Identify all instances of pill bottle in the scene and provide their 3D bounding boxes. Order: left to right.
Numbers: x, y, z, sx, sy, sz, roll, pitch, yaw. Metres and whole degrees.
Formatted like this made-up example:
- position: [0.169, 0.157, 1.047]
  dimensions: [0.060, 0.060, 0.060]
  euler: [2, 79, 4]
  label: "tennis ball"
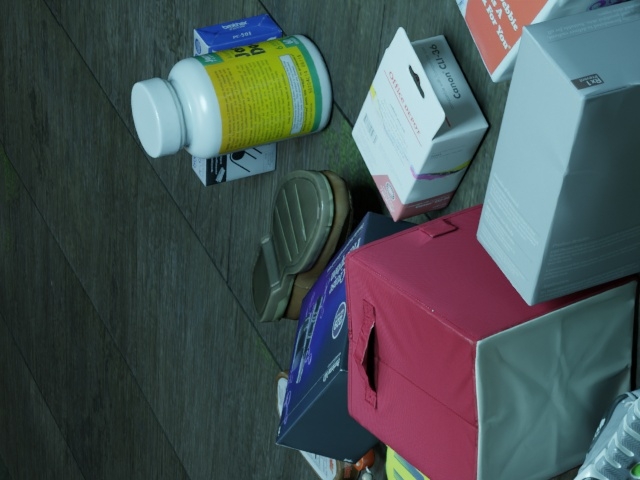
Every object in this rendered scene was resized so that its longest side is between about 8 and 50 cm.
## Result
- position: [-0.102, -0.158, 2.161]
  dimensions: [0.117, 0.208, 0.117]
  euler: [48, 146, 49]
  label: "pill bottle"

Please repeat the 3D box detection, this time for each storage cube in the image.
- position: [0.154, 0.097, 1.720]
  dimensions: [0.193, 0.215, 0.183]
  euler: [35, 135, 48]
  label: "storage cube"

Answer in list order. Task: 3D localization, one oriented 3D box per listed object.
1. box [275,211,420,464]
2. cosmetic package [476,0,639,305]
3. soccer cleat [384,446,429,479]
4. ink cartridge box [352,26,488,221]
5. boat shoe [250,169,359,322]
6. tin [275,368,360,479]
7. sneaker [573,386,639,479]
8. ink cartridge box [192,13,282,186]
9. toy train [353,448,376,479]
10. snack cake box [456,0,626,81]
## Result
- position: [0.043, 0.109, 2.028]
  dimensions: [0.261, 0.103, 0.184]
  euler: [125, 155, -62]
  label: "box"
- position: [0.219, -0.071, 1.562]
  dimensions: [0.107, 0.127, 0.238]
  euler: [55, 149, 40]
  label: "cosmetic package"
- position: [0.140, 0.309, 2.042]
  dimensions: [0.121, 0.093, 0.289]
  euler: [28, 132, 58]
  label: "soccer cleat"
- position: [0.102, -0.120, 1.888]
  dimensions: [0.115, 0.067, 0.198]
  euler: [65, 158, 22]
  label: "ink cartridge box"
- position: [0.000, 0.000, 2.167]
  dimensions: [0.307, 0.104, 0.110]
  euler: [124, 140, -64]
  label: "boat shoe"
- position: [-0.006, 0.235, 2.417]
  dimensions: [0.189, 0.040, 0.106]
  euler: [47, 149, 49]
  label: "tin"
- position: [0.287, 0.144, 1.595]
  dimensions: [0.086, 0.132, 0.228]
  euler: [40, 122, -7]
  label: "sneaker"
- position: [-0.102, -0.168, 2.305]
  dimensions: [0.046, 0.097, 0.207]
  euler: [53, 149, 43]
  label: "ink cartridge box"
- position: [0.055, 0.298, 2.301]
  dimensions: [0.125, 0.046, 0.166]
  euler: [58, 150, 38]
  label: "toy train"
- position: [0.158, -0.288, 1.618]
  dimensions: [0.264, 0.089, 0.152]
  euler: [68, 155, 16]
  label: "snack cake box"
